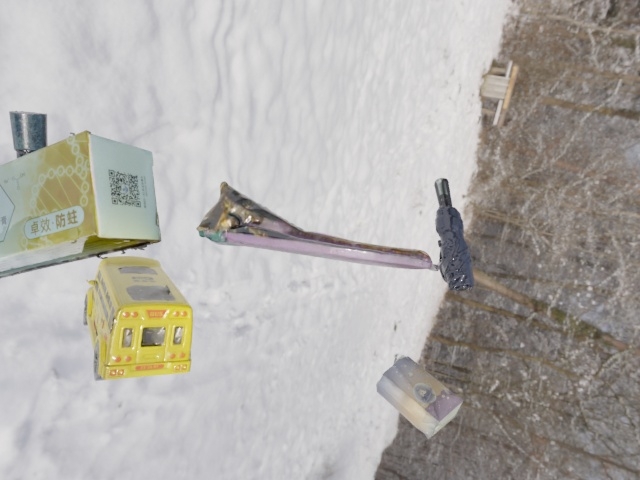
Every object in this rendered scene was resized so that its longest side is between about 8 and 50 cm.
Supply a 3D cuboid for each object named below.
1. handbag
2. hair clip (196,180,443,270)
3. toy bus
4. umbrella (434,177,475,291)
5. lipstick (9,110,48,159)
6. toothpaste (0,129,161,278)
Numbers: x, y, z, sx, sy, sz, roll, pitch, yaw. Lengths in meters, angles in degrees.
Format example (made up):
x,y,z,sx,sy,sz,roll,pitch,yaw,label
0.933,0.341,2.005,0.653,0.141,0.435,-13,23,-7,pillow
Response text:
x,y,z,sx,sy,sz,roll,pitch,yaw,label
0.198,0.322,0.929,0.117,0.173,0.095,-9,125,-45,handbag
0.000,0.000,0.623,0.110,0.359,0.095,102,4,-56,hair clip
-0.333,0.122,0.786,0.144,0.330,0.151,4,101,-33,toy bus
0.250,-0.019,0.867,0.071,0.071,0.248,71,11,-67,umbrella
-0.500,-0.104,0.770,0.053,0.054,0.233,-45,144,-67,lipstick
-0.287,-0.013,0.405,0.071,0.313,0.089,2,79,-65,toothpaste
